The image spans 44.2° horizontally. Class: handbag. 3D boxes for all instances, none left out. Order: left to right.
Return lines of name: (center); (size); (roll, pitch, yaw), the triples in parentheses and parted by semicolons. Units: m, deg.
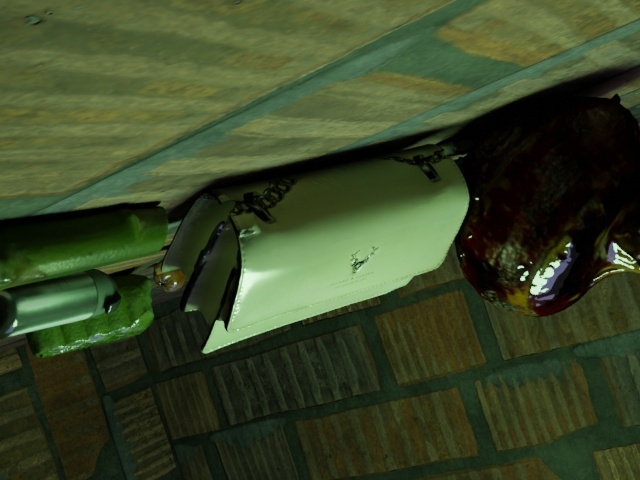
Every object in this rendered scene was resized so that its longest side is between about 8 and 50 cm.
handbag: (0.000, 0.000, 1.039); (0.359, 0.160, 0.236); (-15, 152, -33)

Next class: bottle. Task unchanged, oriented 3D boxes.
bottle: (-0.394, 0.092, 1.175); (0.096, 0.079, 0.254); (27, -168, 17)

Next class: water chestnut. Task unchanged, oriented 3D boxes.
water chestnut: (0.358, -0.036, 1.129); (0.350, 0.302, 0.350); (-35, 148, -26)

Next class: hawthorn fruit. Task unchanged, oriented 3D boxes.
hawthorn fruit: (-0.301, 0.061, 1.631); (0.067, 0.066, 0.103); (-21, -157, 36)

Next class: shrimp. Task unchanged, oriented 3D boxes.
shrimp: (0.235, -0.151, 1.234); (0.091, 0.034, 0.161); (-3, -175, 42)

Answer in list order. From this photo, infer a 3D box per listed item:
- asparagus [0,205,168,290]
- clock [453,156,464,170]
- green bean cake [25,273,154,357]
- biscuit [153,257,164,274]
asparagus: (-0.242, 0.005, 0.780); (0.067, 0.060, 0.278); (-33, 171, 33)
clock: (0.210, -0.099, 1.309); (0.117, 0.080, 0.176); (-16, -168, -36)
green bean cake: (-0.449, 0.148, 1.543); (0.248, 0.124, 0.222); (-18, 177, -20)
biscuit: (-0.190, 0.010, 1.407); (0.250, 0.035, 0.162); (-25, 175, -39)
